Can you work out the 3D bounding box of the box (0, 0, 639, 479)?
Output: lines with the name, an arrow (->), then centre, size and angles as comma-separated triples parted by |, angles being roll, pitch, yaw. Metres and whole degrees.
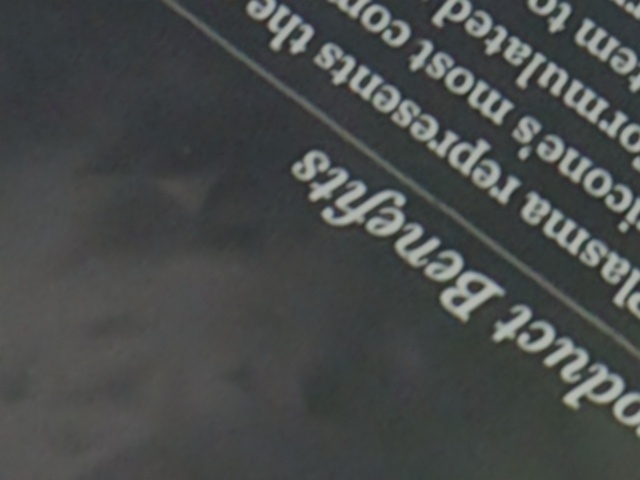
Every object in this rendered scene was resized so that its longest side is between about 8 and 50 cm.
box -> 0.000, 0.000, 0.627 | 0.297, 0.472, 0.480 | 38, 159, 7
